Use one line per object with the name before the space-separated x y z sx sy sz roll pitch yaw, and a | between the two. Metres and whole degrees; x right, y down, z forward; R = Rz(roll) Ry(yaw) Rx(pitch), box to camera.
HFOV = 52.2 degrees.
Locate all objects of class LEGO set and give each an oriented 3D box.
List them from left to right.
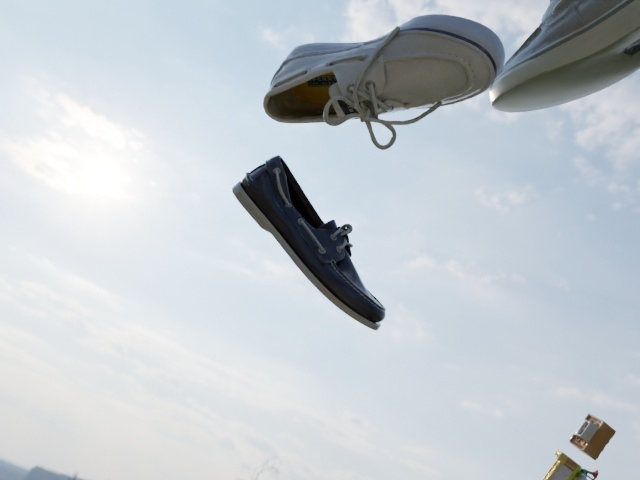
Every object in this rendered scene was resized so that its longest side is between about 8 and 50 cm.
LEGO set | 0.299 0.356 0.798 0.107 0.287 0.132 37 -37 18

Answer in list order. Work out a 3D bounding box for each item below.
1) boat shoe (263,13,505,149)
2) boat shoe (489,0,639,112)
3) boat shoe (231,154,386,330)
boat shoe | 0.060 -0.205 0.896 0.367 0.156 0.136 7 -37 37
boat shoe | 0.223 -0.177 0.511 0.079 0.081 0.227 5 -21 -34
boat shoe | 0.000 0.000 0.651 0.206 0.065 0.075 46 5 9
